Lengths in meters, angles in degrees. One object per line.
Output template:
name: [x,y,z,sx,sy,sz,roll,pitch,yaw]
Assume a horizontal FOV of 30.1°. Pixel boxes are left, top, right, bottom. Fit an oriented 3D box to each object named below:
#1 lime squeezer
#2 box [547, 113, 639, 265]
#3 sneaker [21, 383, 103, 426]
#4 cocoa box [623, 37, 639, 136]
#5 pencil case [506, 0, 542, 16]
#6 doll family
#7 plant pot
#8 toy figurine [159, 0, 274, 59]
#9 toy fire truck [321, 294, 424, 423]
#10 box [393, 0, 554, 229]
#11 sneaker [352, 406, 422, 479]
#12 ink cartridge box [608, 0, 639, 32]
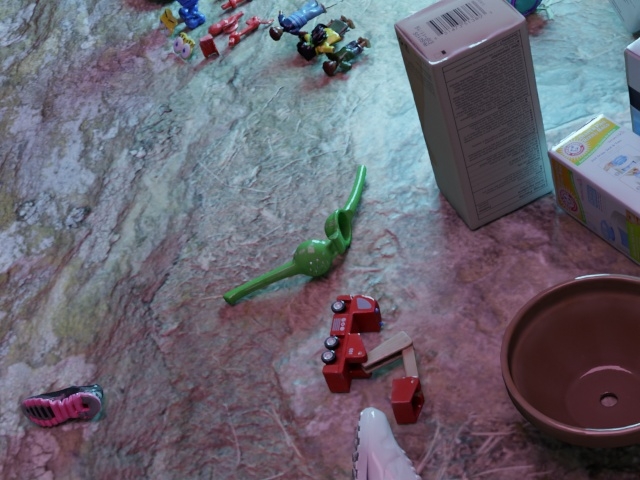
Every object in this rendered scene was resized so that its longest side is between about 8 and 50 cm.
lime squeezer: [0.000,0.000,1.745,0.310,0.059,0.110,-45,19,-22]
box: [0.416,-0.064,1.602,0.103,0.114,0.203,-34,47,-13]
sneaker: [-0.355,0.223,1.652,0.119,0.047,0.057,-7,26,11]
cocoa box: [0.600,-0.150,1.540,0.231,0.228,0.347,-33,45,-13]
pencil case: [0.325,-0.450,2.048,0.065,0.070,0.151,-12,43,-16]
doll family: [-0.008,-0.355,2.077,0.111,0.076,0.193,-39,42,-13]
plant pot: [0.338,0.162,1.411,0.238,0.109,0.237,-10,44,10]
toy figurine: [-0.253,-0.527,2.225,0.191,0.217,0.362,-26,45,-7]
toy fire truck: [0.073,0.150,1.561,0.135,0.047,0.192,-3,45,16]
box: [0.218,-0.180,1.645,0.148,0.311,0.121,-26,44,-7]
sneaker: [0.086,0.300,1.396,0.095,0.090,0.235,-4,48,-2]
ink cartridge box: [0.563,-0.455,1.815,0.198,0.273,0.114,-26,78,-8]
